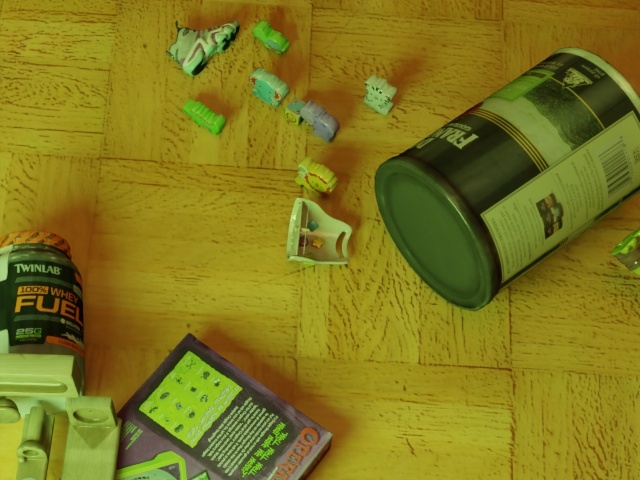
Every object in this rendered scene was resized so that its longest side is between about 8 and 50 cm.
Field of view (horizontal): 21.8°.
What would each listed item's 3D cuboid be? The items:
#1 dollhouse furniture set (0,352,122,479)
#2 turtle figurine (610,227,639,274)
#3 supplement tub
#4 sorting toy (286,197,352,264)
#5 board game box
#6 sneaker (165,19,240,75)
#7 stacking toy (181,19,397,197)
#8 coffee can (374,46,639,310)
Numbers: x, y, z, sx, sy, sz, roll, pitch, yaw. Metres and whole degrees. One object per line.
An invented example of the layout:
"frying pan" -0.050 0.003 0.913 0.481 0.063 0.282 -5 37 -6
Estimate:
"dollhouse furniture set" -0.294 0.207 1.726 0.144 0.151 0.123 1 58 3
"turtle figurine" 0.462 0.050 1.952 0.269 0.087 0.217 -41 88 -2
"supplement tub" -0.322 0.092 1.854 0.117 0.117 0.190 -3 62 -7
"sorting toy" 0.000 0.000 1.977 0.075 0.045 0.083 10 60 -8
"board game box" -0.169 0.287 1.801 0.208 0.056 0.347 33 64 17
"sneaker" -0.154 -0.261 2.106 0.069 0.038 0.098 39 65 15
"stacking toy" -0.035 -0.170 2.060 0.221 0.052 0.167 32 63 13
"coffee can" 0.231 -0.074 1.945 0.275 0.201 0.201 -33 69 -21
